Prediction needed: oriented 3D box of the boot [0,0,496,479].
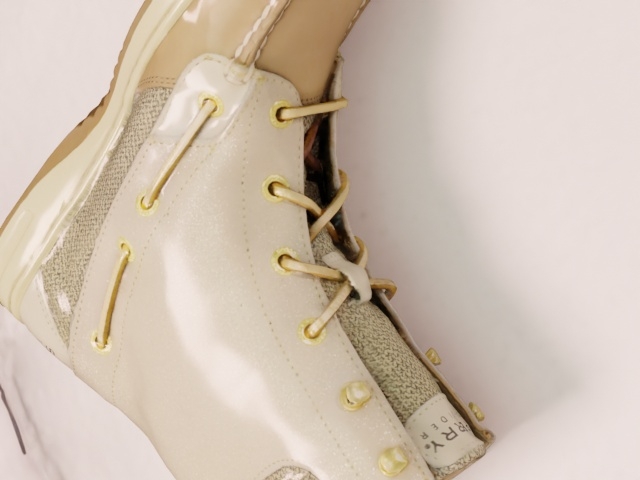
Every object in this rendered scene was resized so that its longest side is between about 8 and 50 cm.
[{"bbox_3d":[0.000,0.000,0.532,0.165,0.077,0.213,49,120,17],"label":"boot"}]
